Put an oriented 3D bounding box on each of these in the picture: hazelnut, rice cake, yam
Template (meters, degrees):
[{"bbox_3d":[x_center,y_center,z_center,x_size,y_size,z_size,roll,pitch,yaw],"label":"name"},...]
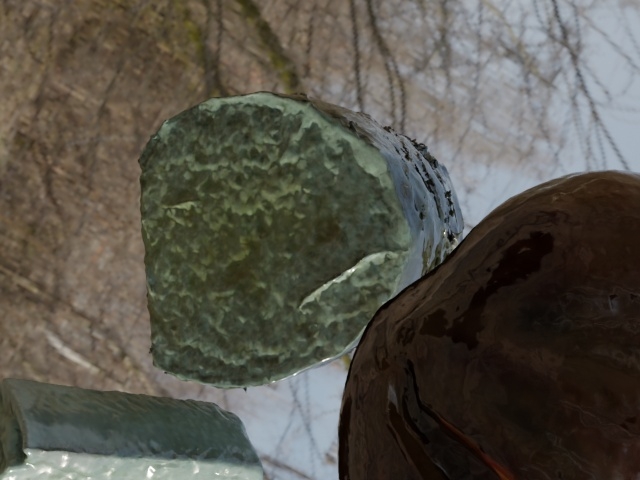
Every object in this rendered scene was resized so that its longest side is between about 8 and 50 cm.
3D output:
[{"bbox_3d":[0.091,0.065,0.430,0.204,0.178,0.178,-47,-166,16],"label":"hazelnut"},{"bbox_3d":[-0.132,0.137,0.708,0.063,0.207,0.069,-56,-141,23],"label":"rice cake"},{"bbox_3d":[0.004,-0.003,0.808,0.271,0.202,0.202,5,80,-78],"label":"yam"}]
